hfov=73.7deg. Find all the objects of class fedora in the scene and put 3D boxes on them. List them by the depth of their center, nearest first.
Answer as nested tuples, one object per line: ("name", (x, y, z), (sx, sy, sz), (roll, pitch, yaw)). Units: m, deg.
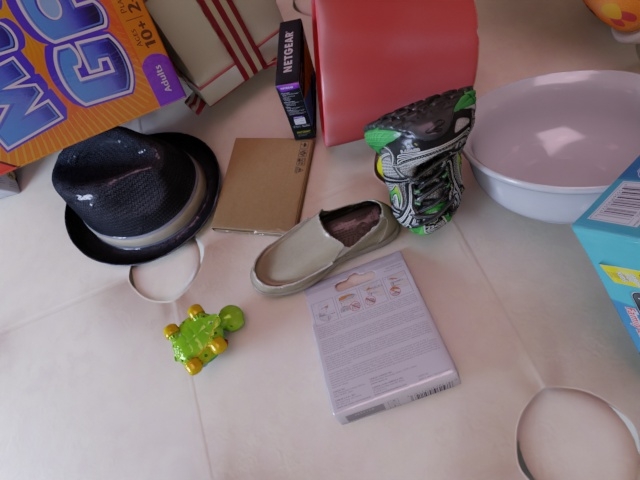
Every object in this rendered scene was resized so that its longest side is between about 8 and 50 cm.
("fedora", (-0.367, -0.112, 0.800), (0.335, 0.152, 0.333), (-5, 67, 12))

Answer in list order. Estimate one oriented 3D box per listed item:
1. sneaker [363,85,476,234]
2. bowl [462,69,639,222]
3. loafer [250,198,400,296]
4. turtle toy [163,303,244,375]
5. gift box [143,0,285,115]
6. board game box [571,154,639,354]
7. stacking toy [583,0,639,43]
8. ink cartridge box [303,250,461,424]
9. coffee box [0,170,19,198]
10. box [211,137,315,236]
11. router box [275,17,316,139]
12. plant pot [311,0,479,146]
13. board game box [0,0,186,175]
("sneaker", (0.148, -0.090, 0.571), (0.134, 0.343, 0.146), (-19, 81, 10))
("bowl", (0.352, -0.118, 0.618), (0.298, 0.134, 0.297), (-10, 42, 10))
("loafer", (0.000, 0.000, 0.698), (0.269, 0.092, 0.101), (-28, 61, -1))
("turtle toy", (-0.183, 0.153, 0.693), (0.130, 0.066, 0.095), (-39, 67, -5))
("gift box", (-0.222, -0.424, 0.835), (0.255, 0.258, 0.276), (-36, 56, -4))
("board game box", (0.452, 0.024, 0.469), (0.254, 0.336, 0.079), (-44, 23, -6))
("stacking toy", (0.378, -0.541, 0.640), (0.481, 0.350, 0.350), (21, 73, 3))
("ink cartridge box", (0.082, 0.141, 0.657), (0.181, 0.056, 0.224), (-21, 46, 4))
("coffee box", (-0.787, -0.230, 0.916), (0.168, 0.119, 0.296), (-13, 86, 6))
("box", (-0.107, -0.106, 0.808), (0.165, 0.021, 0.201), (4, 69, 15))
("router box", (-0.042, -0.300, 0.801), (0.046, 0.133, 0.178), (-7, 60, 10))
("plant pot", (0.114, -0.307, 0.720), (0.244, 0.275, 0.274), (-5, 67, 0))
("board game box", (-0.507, -0.352, 0.709), (0.357, 0.355, 0.356), (-32, 34, -20))
